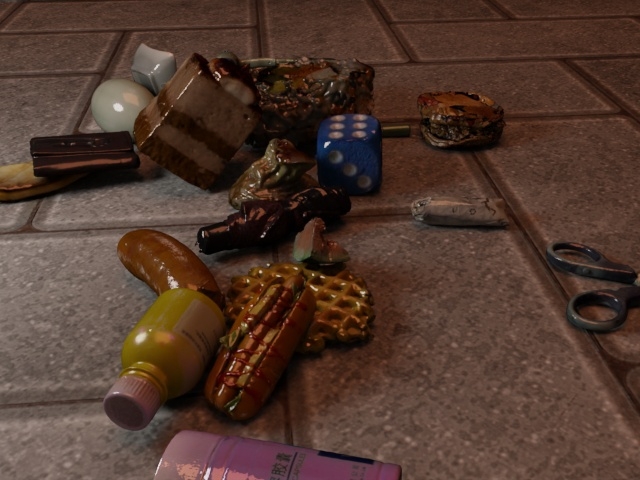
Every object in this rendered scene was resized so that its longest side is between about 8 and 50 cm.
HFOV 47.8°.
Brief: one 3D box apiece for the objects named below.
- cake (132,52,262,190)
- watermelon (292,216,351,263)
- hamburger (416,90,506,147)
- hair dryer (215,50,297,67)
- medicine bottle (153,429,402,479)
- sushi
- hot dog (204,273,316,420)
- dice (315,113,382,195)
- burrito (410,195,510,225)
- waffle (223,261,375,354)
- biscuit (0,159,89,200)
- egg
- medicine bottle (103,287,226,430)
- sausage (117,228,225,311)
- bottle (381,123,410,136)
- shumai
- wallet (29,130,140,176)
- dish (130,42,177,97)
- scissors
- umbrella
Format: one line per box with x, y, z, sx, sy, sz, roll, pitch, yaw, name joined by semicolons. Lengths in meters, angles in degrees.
-0.255;-0.287;1.584;0.196;0.293;0.199;33;16;-26;cake
-0.004;0.010;1.287;0.101;0.080;0.155;12;-14;-25;watermelon
0.353;-0.311;1.834;0.230;0.107;0.231;1;27;0;hamburger
-0.174;-0.448;1.802;0.199;0.067;0.167;-11;23;-17;hair dryer
-0.046;0.300;0.787;0.253;0.152;0.152;7;32;10;medicine bottle
-0.053;-0.359;1.835;0.417;0.176;0.417;-4;26;2;sushi
-0.085;0.142;1.060;0.104;0.076;0.250;21;59;18;hot dog
0.064;-0.190;1.601;0.146;0.146;0.143;-1;34;5;dice
0.284;-0.059;1.464;0.203;0.064;0.064;2;31;2;burrito
-0.036;0.103;1.209;0.254;0.052;0.245;-6;31;-7;waffle
-0.617;-0.155;1.637;0.299;0.045;0.154;-23;39;-34;biscuit
-0.484;-0.323;1.810;0.209;0.151;0.151;34;44;32;egg
-0.226;0.172;1.027;0.121;0.122;0.212;8;33;13;medicine bottle
-0.262;0.053;1.237;0.109;0.109;0.270;-22;36;-31;sausage
0.189;-0.283;1.856;0.083;0.030;0.030;-4;32;-4;bottle
-0.090;-0.137;1.514;0.209;0.153;0.161;-11;40;-24;shumai
-0.533;-0.200;1.632;0.229;0.049;0.182;-7;32;-20;wallet
-0.417;-0.391;1.877;0.151;0.212;0.077;28;56;37;dish
0.603;0.083;1.259;0.383;0.029;0.256;4;32;5;scissors
-0.089;-0.042;1.406;0.326;0.090;0.094;-16;57;-24;umbrella
